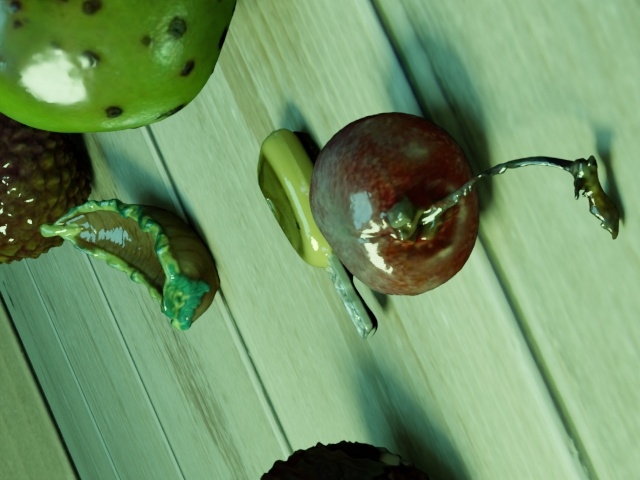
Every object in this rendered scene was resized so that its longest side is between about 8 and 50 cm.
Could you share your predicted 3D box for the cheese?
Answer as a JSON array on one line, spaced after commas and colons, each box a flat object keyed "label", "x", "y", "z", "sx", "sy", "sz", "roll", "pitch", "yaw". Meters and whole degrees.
[{"label": "cheese", "x": 0.001, "y": 0.000, "z": 0.924, "sx": 0.162, "sy": 0.036, "sz": 0.086, "roll": 61, "pitch": 160, "yaw": 17}]

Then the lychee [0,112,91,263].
[{"label": "lychee", "x": -0.426, "y": -0.074, "z": 1.545, "sx": 0.271, "sy": 0.271, "sz": 0.271, "roll": 51, "pitch": 154, "yaw": 37}]

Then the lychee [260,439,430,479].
[{"label": "lychee", "x": 0.022, "y": 0.244, "z": 0.935, "sx": 0.188, "sy": 0.188, "sz": 0.188, "roll": 51, "pitch": 154, "yaw": 37}]

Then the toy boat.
[{"label": "toy boat", "x": -0.197, "y": 0.008, "z": 1.338, "sx": 0.293, "sy": 0.099, "sz": 0.109, "roll": 25, "pitch": 134, "yaw": 50}]

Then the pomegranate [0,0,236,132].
[{"label": "pomegranate", "x": -0.172, "y": -0.204, "z": 0.904, "sx": 0.286, "sy": 0.230, "sz": 0.231, "roll": -125, "pitch": 21, "yaw": -62}]

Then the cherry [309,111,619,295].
[{"label": "cherry", "x": 0.069, "y": -0.014, "z": 0.687, "sx": 0.225, "sy": 0.090, "sz": 0.107, "roll": 18, "pitch": 116, "yaw": 53}]
